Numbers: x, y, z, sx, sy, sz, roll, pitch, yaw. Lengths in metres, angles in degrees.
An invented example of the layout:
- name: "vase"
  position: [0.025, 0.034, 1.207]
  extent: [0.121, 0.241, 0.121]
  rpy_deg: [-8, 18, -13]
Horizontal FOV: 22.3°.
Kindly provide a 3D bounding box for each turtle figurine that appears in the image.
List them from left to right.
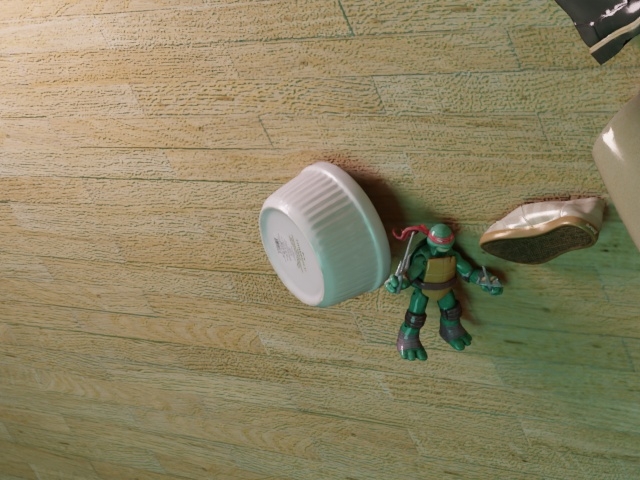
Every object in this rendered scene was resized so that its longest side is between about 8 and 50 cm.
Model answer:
- name: "turtle figurine"
  position: [0.171, 0.060, 2.324]
  extent: [0.175, 0.118, 0.234]
  rpy_deg: [-2, 128, -6]

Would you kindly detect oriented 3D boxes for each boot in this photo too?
- name: "boot"
  position: [0.327, -0.295, 1.834]
  extent: [0.137, 0.077, 0.198]
  rpy_deg: [48, 144, 1]

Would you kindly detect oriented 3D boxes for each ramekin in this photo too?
- name: "ramekin"
  position: [0.000, 0.000, 2.371]
  extent: [0.207, 0.109, 0.207]
  rpy_deg: [45, 151, 32]

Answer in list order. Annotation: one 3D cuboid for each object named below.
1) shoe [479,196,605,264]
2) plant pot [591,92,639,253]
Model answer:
- name: "shoe"
  position: [0.299, -0.014, 2.175]
  extent: [0.076, 0.058, 0.219]
  rpy_deg: [36, 154, -26]
- name: "plant pot"
  position: [0.448, -0.045, 1.857]
  extent: [0.274, 0.256, 0.256]
  rpy_deg: [47, 148, 21]
